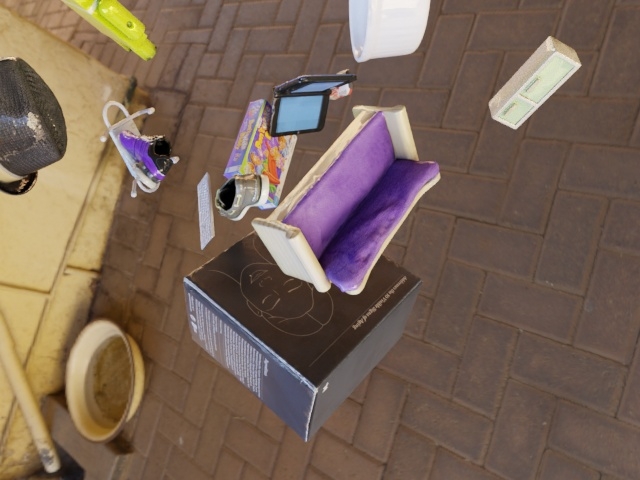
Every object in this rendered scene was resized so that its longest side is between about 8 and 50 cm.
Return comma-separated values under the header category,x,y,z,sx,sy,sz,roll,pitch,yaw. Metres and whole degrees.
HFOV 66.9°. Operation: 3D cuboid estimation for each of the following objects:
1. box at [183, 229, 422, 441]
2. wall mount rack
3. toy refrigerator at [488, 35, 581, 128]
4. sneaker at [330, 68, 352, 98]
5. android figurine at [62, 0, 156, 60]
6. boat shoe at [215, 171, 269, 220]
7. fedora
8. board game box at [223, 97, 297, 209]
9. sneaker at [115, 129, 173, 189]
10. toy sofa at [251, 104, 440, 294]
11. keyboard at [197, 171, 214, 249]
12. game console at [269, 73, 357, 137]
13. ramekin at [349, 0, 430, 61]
category,x,y,z,sx,sy,sz,roll,pitch,yaw
box,-0.049,0.201,1.403,0.471,0.480,0.297,33,139,25
wall mount rack,-0.652,-0.312,1.701,0.130,0.350,0.304,-5,32,27
toy refrigerator,0.662,-0.483,1.517,0.269,0.102,0.094,-50,27,47
sneaker,0.039,-0.624,1.980,0.145,0.270,0.090,-12,98,-7
android figurine,-0.477,-0.492,1.021,0.248,0.273,0.056,34,89,35
boat shoe,-0.241,-0.124,1.355,0.305,0.091,0.109,-15,74,60
fedora,-0.659,-0.271,1.048,0.152,0.334,0.334,-14,68,-3
board game box,-0.219,-0.328,1.853,0.078,0.233,0.347,-5,58,32
sneaker,-0.564,-0.299,1.603,0.146,0.102,0.293,-44,56,4
toy sofa,0.063,-0.087,0.900,0.177,0.150,0.362,17,57,39
keyboard,-0.354,-0.094,1.484,0.072,0.014,0.256,-39,48,32
game console,-0.027,-0.505,1.818,0.250,0.293,0.173,-2,103,48
ramekin,0.147,-0.544,1.074,0.135,0.277,0.277,-4,73,-4
